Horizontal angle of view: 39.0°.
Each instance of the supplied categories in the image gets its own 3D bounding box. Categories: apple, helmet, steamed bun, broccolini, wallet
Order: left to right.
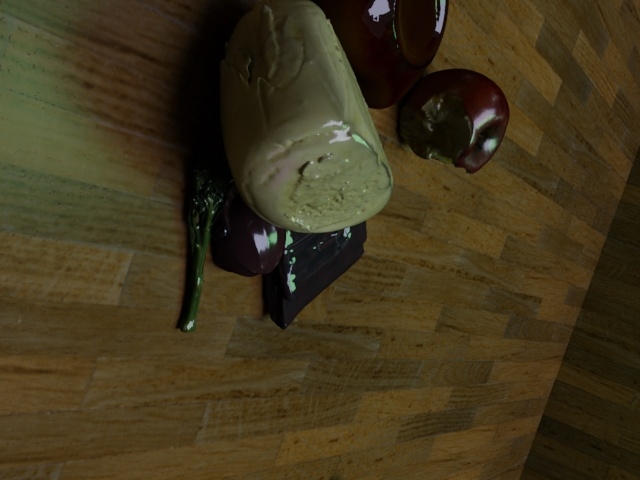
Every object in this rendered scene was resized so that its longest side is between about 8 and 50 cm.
[{"bbox_3d":[-0.145,0.006,1.074,0.054,0.051,0.239,-32,141,-57],"label":"broccolini"},{"bbox_3d":[-0.082,-0.009,1.133,0.098,0.070,0.123,-30,134,-49],"label":"helmet"},{"bbox_3d":[-0.028,-0.132,1.025,0.166,0.232,0.273,-23,158,7],"label":"steamed bun"},{"bbox_3d":[0.000,0.000,1.307,0.229,0.049,0.182,-38,135,-46],"label":"wallet"},{"bbox_3d":[0.212,-0.196,1.430,0.147,0.158,0.156,-46,147,-12],"label":"apple"}]

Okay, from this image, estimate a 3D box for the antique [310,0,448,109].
[{"bbox_3d":[0.075,-0.306,1.153,0.223,0.129,0.278,-40,138,-41],"label":"antique"}]
